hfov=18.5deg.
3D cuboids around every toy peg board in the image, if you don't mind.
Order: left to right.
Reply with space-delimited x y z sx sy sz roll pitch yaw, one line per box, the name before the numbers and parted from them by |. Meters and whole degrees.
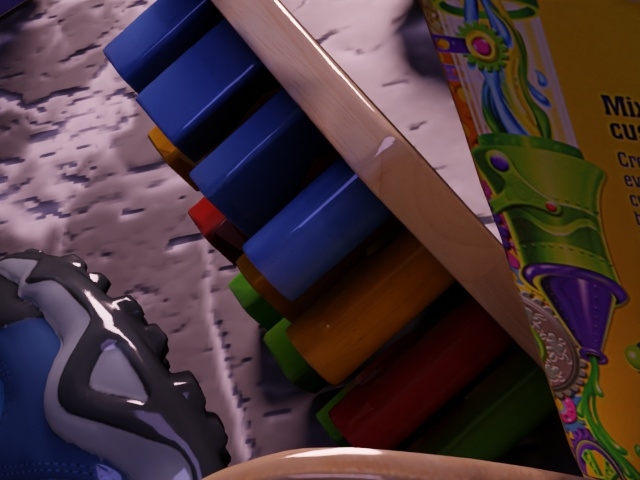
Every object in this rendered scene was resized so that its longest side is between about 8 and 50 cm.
toy peg board | 0.000 0.000 0.577 0.079 0.160 0.161 -43 43 4

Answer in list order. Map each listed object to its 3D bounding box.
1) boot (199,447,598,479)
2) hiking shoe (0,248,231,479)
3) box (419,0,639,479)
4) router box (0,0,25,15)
boot | -0.032 0.147 0.351 0.295 0.104 0.211 6 67 -22
hiking shoe | -0.063 0.114 0.515 0.132 0.113 0.304 -30 43 -7
box | 0.168 -0.090 0.307 0.290 0.279 0.177 9 44 38
router box | -0.334 -0.124 0.901 0.335 0.082 0.301 -33 43 -8
